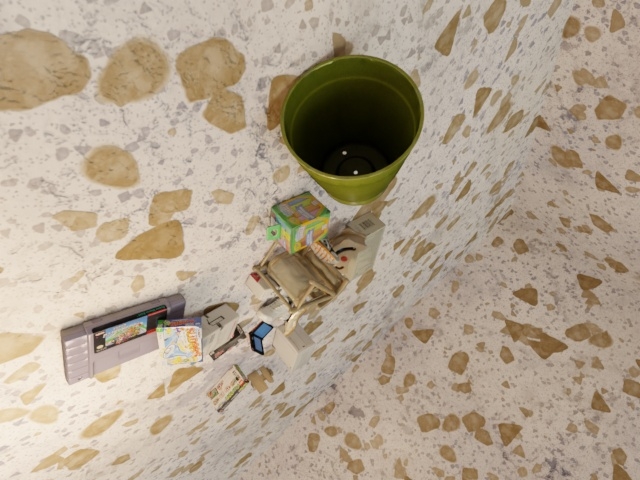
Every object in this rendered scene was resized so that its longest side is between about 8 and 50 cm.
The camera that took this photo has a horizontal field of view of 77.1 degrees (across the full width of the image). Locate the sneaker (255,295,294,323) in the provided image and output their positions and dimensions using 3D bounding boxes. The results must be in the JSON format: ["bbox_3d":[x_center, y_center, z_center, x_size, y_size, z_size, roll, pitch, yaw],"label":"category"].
[{"bbox_3d":[-0.198,0.295,1.780,0.115,0.090,0.232,-61,158,14],"label":"sneaker"}]

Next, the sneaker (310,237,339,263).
[{"bbox_3d":[0.000,0.000,1.524,0.083,0.215,0.084,-43,180,-28],"label":"sneaker"}]

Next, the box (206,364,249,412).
[{"bbox_3d":[-0.451,0.719,1.952,0.207,0.114,0.036,-48,152,5],"label":"box"}]

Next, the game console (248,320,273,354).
[{"bbox_3d":[-0.270,0.460,1.888,0.085,0.124,0.144,-19,151,7],"label":"game console"}]

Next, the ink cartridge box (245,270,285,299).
[{"bbox_3d":[-0.207,0.171,1.575,0.135,0.099,0.056,-7,133,-50],"label":"ink cartridge box"}]

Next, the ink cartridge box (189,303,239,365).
[{"bbox_3d":[-0.416,0.347,1.502,0.203,0.086,0.148,-28,150,-55],"label":"ink cartridge box"}]

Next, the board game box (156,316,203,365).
[{"bbox_3d":[-0.460,0.336,1.328,0.136,0.035,0.201,-2,130,-15],"label":"board game box"}]

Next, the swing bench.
[{"bbox_3d":[-0.071,0.130,1.539,0.255,0.253,0.165,8,122,-55],"label":"swing bench"}]

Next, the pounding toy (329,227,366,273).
[{"bbox_3d":[0.085,0.084,1.718,0.270,0.154,0.154,-35,120,30],"label":"pounding toy"}]

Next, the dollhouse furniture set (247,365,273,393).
[{"bbox_3d":[-0.312,0.787,2.213,0.144,0.123,0.151,-25,146,-32],"label":"dollhouse furniture set"}]

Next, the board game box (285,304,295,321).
[{"bbox_3d":[-0.126,0.342,1.975,0.133,0.033,0.168,-49,153,-2],"label":"board game box"}]

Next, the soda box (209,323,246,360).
[{"bbox_3d":[-0.401,0.432,1.707,0.169,0.053,0.060,-34,149,-19],"label":"soda box"}]

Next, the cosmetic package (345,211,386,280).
[{"bbox_3d":[0.190,0.032,1.901,0.160,0.113,0.309,-27,147,-30],"label":"cosmetic package"}]

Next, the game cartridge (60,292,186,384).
[{"bbox_3d":[-0.608,0.304,1.268,0.355,0.068,0.230,-17,145,-41],"label":"game cartridge"}]

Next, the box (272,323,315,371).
[{"bbox_3d":[-0.139,0.535,2.051,0.119,0.181,0.181,-23,144,-37],"label":"box"}]

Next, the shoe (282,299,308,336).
[{"bbox_3d":[-0.130,0.362,1.904,0.058,0.076,0.219,28,107,-17],"label":"shoe"}]

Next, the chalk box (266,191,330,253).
[{"bbox_3d":[-0.091,-0.054,1.398,0.213,0.132,0.132,-28,147,-29],"label":"chalk box"}]

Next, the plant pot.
[{"bbox_3d":[0.096,-0.272,1.187,0.366,0.366,0.353,-42,163,-7],"label":"plant pot"}]
